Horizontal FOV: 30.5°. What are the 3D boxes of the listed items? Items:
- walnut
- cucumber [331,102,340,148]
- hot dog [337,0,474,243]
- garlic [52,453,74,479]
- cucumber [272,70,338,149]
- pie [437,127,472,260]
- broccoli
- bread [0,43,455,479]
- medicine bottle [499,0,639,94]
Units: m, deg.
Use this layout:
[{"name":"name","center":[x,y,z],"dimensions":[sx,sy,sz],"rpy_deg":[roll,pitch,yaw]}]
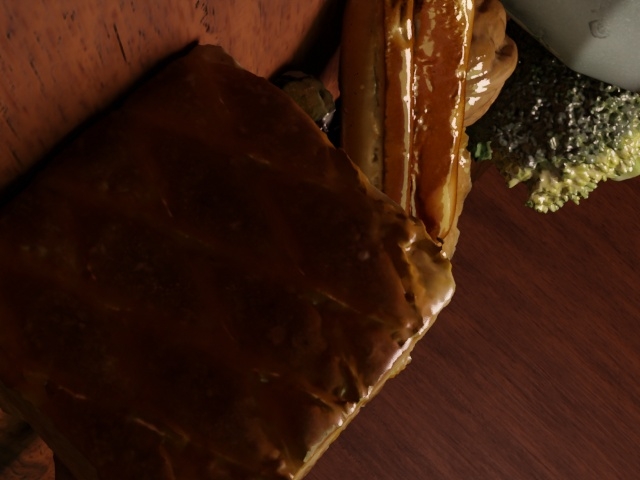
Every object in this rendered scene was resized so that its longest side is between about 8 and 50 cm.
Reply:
[{"name":"walnut","center":[0.129,-0.191,1.220],"dimensions":[0.166,0.149,0.167],"rpy_deg":[8,90,-75]},{"name":"cucumber","center":[0.006,-0.081,1.328],"dimensions":[0.193,0.085,0.115],"rpy_deg":[-49,-144,9]},{"name":"hot dog","center":[0.071,-0.111,1.116],"dimensions":[0.135,0.100,0.337],"rpy_deg":[-31,137,-32]},{"name":"garlic","center":[-0.175,0.133,1.268],"dimensions":[0.245,0.231,0.340],"rpy_deg":[-1,142,-6]},{"name":"cucumber","center":[-0.016,-0.107,1.147],"dimensions":[0.067,0.067,0.245],"rpy_deg":[-46,174,-4]},{"name":"pie","center":[0.102,-0.050,1.500],"dimensions":[0.339,0.083,0.340],"rpy_deg":[-34,133,-47]},{"name":"broccoli","center":[0.325,-0.162,1.642],"dimensions":[0.375,0.302,0.249],"rpy_deg":[2,-138,46]},{"name":"bread","center":[-0.087,0.056,0.841],"dimensions":[0.279,0.279,0.207],"rpy_deg":[-41,169,-20]},{"name":"medicine bottle","center":[0.369,-0.296,1.374],"dimensions":[0.245,0.290,0.245],"rpy_deg":[-45,172,-8]}]
